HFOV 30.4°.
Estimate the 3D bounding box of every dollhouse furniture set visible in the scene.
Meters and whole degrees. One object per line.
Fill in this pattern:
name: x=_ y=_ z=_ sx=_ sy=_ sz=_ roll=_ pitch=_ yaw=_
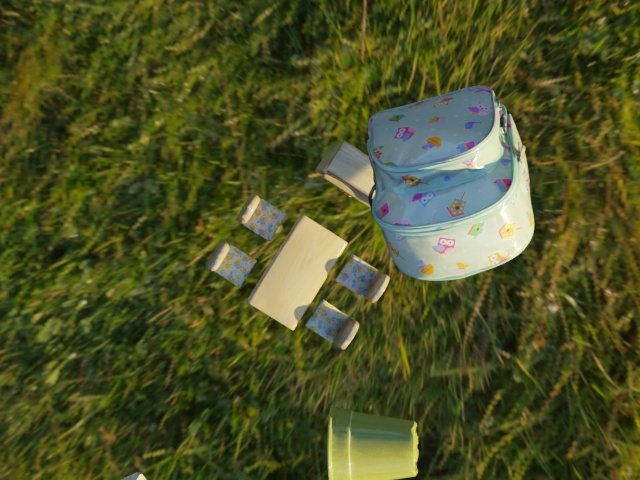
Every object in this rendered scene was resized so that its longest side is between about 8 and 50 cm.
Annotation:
dollhouse furniture set: x=0.000 y=0.000 z=1.548 sx=0.212 sy=0.161 sz=0.242 roll=32 pitch=89 yaw=-8

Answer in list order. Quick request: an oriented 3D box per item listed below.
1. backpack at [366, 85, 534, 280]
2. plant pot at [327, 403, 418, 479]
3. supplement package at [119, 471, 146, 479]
backpack: x=0.128 y=-0.056 z=1.181 sx=0.166 sy=0.188 sz=0.144 roll=-13 pitch=135 yaw=10
plant pot: x=0.050 y=0.193 z=1.094 sx=0.079 sy=0.083 sz=0.083 roll=-2 pitch=92 yaw=8
supplement package: x=-0.126 y=0.238 z=0.404 sx=0.198 sy=0.262 sz=0.199 roll=-25 pitch=93 yaw=1
